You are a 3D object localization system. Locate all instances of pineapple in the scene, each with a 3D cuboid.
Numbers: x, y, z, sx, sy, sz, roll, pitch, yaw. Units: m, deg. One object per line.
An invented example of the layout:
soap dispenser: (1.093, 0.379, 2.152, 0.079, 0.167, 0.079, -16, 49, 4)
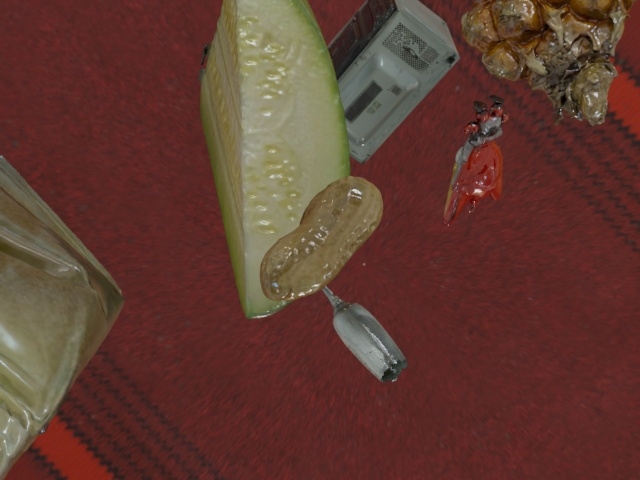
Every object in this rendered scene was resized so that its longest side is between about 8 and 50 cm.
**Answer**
pineapple: (0.142, -0.110, 0.648, 0.114, 0.077, 0.114, -14, 65, 15)

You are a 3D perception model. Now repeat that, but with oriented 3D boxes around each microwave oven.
microwave oven: (0.074, -0.241, 1.567, 0.122, 0.162, 0.208, 33, 114, -20)

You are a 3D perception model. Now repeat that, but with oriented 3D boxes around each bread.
bread: (-0.183, 0.079, 0.449, 0.110, 0.192, 0.210, 36, 109, -9)

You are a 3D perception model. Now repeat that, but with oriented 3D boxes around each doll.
doll: (0.209, -0.105, 1.451, 0.109, 0.169, 0.057, -26, 52, -35)

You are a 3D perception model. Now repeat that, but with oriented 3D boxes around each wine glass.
wine glass: (0.039, 0.113, 1.696, 0.074, 0.074, 0.262, -42, 62, 1)

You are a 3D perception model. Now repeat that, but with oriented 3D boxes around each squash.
squash: (-0.029, -0.100, 1.045, 0.111, 0.203, 0.288, 0, 50, -21)

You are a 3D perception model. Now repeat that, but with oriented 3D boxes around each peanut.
peanut: (0.000, 0.000, 0.795, 0.054, 0.054, 0.113, 43, 76, 2)
